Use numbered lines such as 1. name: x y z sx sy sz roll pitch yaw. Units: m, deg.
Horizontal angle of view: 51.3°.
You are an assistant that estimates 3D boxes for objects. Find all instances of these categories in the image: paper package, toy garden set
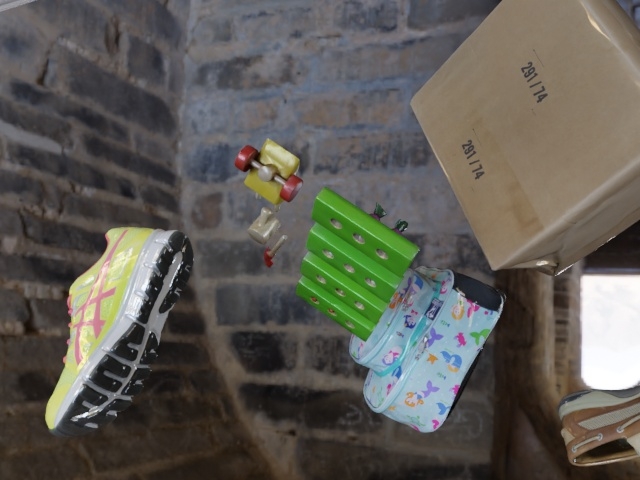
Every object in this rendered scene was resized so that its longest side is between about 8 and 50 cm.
1. paper package: 0.319 -0.161 0.929 0.168 0.325 0.309 5 142 -41
2. toy garden set: 0.000 0.000 0.741 0.203 0.049 0.244 34 155 9

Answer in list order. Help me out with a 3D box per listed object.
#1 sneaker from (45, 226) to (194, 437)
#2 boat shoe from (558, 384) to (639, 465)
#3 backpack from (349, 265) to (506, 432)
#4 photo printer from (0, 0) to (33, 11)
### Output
1. sneaker: -0.201 0.078 0.621 0.094 0.209 0.081 17 160 21
2. boat shoe: 0.509 0.283 1.002 0.122 0.120 0.324 29 145 -23
3. backpack: 0.155 0.166 1.065 0.191 0.254 0.225 21 178 -8
4. photo printer: -0.438 -0.437 0.901 0.307 0.256 0.107 -27 162 -19
